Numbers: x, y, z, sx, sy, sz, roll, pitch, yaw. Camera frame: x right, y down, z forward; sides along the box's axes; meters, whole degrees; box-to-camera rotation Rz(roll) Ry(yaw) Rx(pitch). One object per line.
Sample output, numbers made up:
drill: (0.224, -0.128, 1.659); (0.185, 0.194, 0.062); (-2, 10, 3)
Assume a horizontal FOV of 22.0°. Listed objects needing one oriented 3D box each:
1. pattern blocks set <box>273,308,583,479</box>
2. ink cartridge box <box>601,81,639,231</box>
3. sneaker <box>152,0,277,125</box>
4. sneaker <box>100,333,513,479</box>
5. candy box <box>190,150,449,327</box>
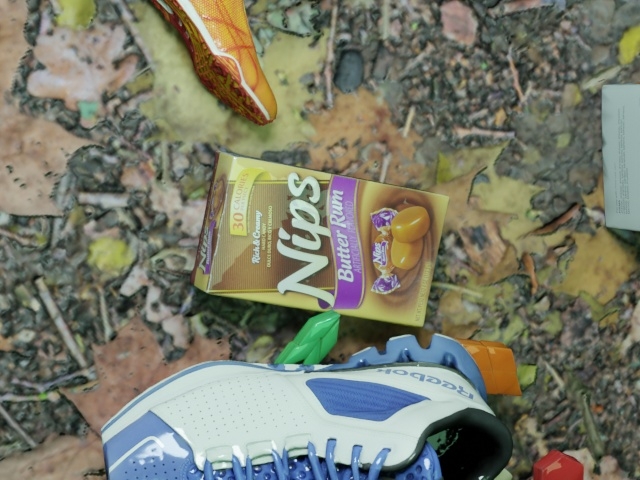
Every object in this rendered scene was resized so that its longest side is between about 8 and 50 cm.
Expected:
pattern blocks set: (0.059, 0.198, 1.336); (0.285, 0.026, 0.325); (-41, 116, -3)
ink cartridge box: (0.326, -0.069, 1.343); (0.128, 0.176, 0.127); (-5, 96, -21)
sneaker: (-0.075, -0.165, 1.240); (0.067, 0.064, 0.175); (-39, 111, -23)
sneaker: (0.004, 0.161, 1.190); (0.315, 0.182, 0.127); (-13, 110, -15)
candy box: (0.000, 0.000, 1.293); (0.186, 0.053, 0.109); (9, 94, -20)
